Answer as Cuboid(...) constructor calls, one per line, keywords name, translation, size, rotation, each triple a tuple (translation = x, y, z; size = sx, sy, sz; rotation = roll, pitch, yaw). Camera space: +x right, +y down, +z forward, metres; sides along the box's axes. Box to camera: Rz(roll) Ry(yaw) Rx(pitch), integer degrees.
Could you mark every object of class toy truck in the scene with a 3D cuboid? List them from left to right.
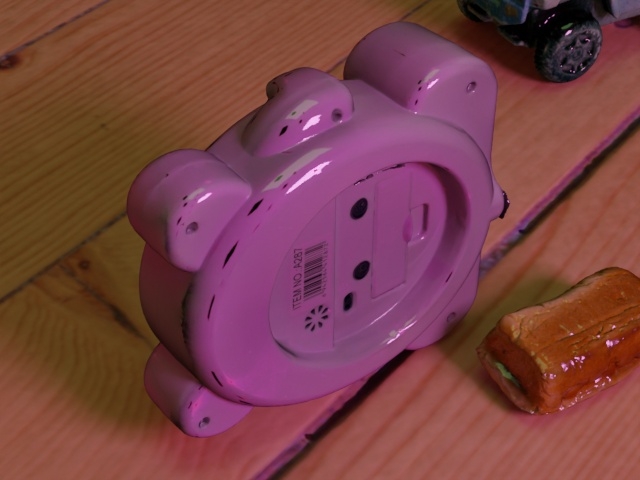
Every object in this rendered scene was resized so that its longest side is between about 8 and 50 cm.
Cuboid(name="toy truck", translation=(0.259, -0.262, 1.173), size=(0.278, 0.156, 0.155), rotation=(-19, 43, -23))

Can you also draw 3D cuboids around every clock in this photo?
Cuboid(name="clock", translation=(0.000, 0.000, 0.798), size=(0.248, 0.228, 0.090), rotation=(-25, 43, -30))

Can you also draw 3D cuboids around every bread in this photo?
Cuboid(name="bread", translation=(0.173, 0.066, 0.859), size=(0.132, 0.053, 0.074), rotation=(-25, 50, -27))
